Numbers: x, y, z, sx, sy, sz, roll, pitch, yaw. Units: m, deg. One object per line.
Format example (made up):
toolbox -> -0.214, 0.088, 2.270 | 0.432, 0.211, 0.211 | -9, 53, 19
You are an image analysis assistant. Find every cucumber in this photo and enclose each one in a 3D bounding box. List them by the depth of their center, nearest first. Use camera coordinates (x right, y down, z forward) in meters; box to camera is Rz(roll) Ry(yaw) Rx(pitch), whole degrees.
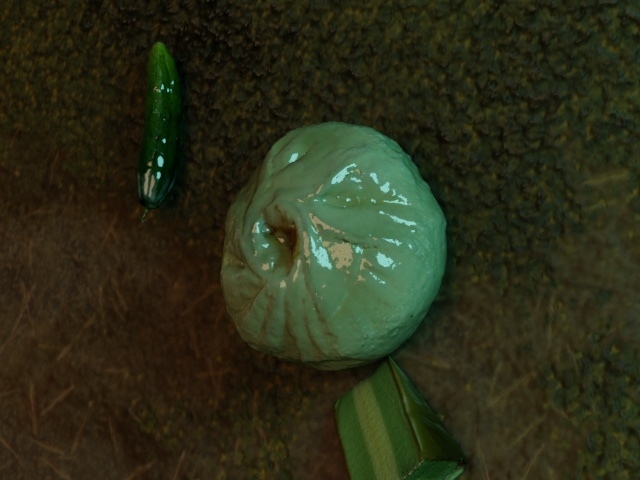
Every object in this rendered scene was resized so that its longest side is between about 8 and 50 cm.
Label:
cucumber -> -0.141, -0.095, 1.247 | 0.039, 0.039, 0.168 | -7, 73, 33

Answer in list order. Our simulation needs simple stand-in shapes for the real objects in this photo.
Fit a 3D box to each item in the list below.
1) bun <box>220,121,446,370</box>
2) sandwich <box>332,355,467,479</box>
bun -> 0.000, 0.000, 1.084 | 0.195, 0.118, 0.195 | -11, 70, 33
sandwich -> 0.041, 0.142, 1.047 | 0.074, 0.074, 0.116 | -46, 59, 16
